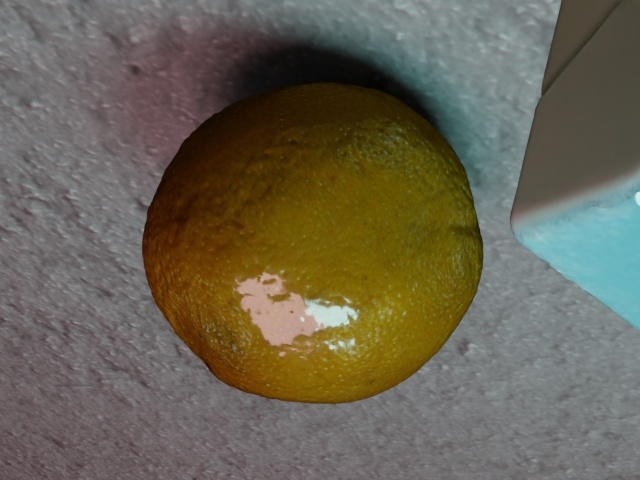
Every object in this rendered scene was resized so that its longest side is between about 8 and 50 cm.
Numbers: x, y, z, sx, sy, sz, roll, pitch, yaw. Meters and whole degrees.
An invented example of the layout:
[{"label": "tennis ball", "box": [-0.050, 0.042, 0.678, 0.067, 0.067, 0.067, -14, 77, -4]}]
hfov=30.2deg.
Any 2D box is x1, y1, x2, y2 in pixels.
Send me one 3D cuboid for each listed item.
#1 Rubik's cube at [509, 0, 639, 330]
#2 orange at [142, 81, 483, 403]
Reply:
[{"label": "Rubik's cube", "box": [0.325, -0.090, 0.541, 0.316, 0.319, 0.322, 34, 147, -26]}, {"label": "orange", "box": [0.000, 0.000, 0.926, 0.264, 0.264, 0.264, 13, 149, 8]}]
